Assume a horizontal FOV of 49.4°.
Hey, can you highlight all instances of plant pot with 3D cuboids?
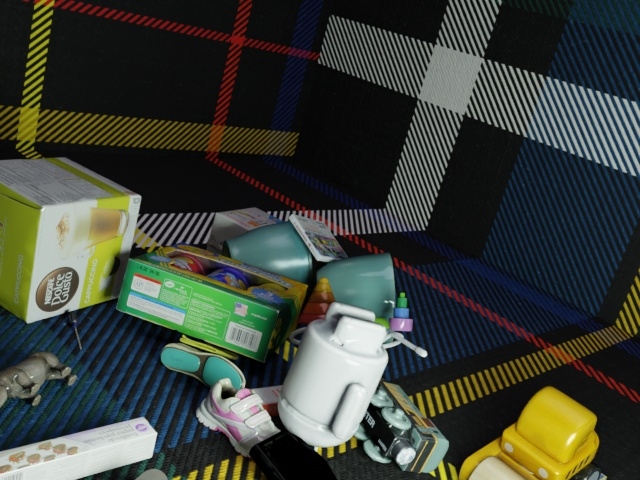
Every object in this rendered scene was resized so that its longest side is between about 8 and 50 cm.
[{"bbox_3d":[-0.191,0.075,2.337,0.255,0.271,0.271,-7,25,-18],"label":"plant pot"},{"bbox_3d":[0.102,0.184,2.204,0.235,0.293,0.293,0,19,-1],"label":"plant pot"}]

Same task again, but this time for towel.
[{"bbox_3d":[-0.284,0.279,1.806,0.102,0.021,0.237,15,-12,9],"label":"towel"}]

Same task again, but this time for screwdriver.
[{"bbox_3d":[-0.644,0.238,1.824,0.025,0.024,0.170,-20,35,-11],"label":"screwdriver"}]

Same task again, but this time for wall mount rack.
[{"bbox_3d":[0.104,0.293,1.863,0.350,0.304,0.130,7,59,-26],"label":"wall mount rack"}]

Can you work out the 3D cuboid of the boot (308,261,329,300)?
[{"bbox_3d":[0.001,0.108,2.444,0.095,0.203,0.262,10,20,-20],"label":"boot"}]

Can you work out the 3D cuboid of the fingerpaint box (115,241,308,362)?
[{"bbox_3d":[-0.297,0.161,2.035,0.445,0.163,0.371,18,10,9],"label":"fingerpaint box"}]

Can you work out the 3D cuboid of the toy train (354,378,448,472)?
[{"bbox_3d":[0.170,0.442,1.727,0.190,0.142,0.334,20,12,-29],"label":"toy train"}]

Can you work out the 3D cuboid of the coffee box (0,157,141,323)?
[{"bbox_3d":[-0.769,-0.018,1.955,0.338,0.337,0.334,26,21,26],"label":"coffee box"}]

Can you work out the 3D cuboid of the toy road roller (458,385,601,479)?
[{"bbox_3d":[0.495,0.485,1.589,0.330,0.240,0.202,-19,35,-35],"label":"toy road roller"}]

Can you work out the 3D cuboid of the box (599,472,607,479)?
[{"bbox_3d":[0.639,0.610,1.728,0.169,0.054,0.059,0,24,-43],"label":"box"}]

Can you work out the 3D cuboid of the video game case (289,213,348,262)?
[{"bbox_3d":[0.000,0.000,2.284,0.201,0.023,0.183,13,38,-58],"label":"video game case"}]

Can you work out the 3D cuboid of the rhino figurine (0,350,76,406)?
[{"bbox_3d":[-0.651,0.309,1.509,0.106,0.073,0.243,26,21,18],"label":"rhino figurine"}]

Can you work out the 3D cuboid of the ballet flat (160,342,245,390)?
[{"bbox_3d":[-0.290,0.322,1.779,0.248,0.086,0.086,21,19,18],"label":"ballet flat"}]

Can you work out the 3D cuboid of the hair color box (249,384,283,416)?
[{"bbox_3d":[-0.125,0.400,1.729,0.141,0.043,0.072,1,23,-36],"label":"hair color box"}]

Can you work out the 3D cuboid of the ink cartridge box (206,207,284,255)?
[{"bbox_3d":[-0.278,-0.011,2.624,0.171,0.168,0.233,27,22,28],"label":"ink cartridge box"}]

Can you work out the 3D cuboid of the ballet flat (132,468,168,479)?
[{"bbox_3d":[-0.382,0.488,1.248,0.084,0.058,0.250,47,35,19],"label":"ballet flat"}]

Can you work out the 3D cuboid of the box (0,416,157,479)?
[{"bbox_3d":[-0.475,0.417,1.346,0.324,0.067,0.063,-4,27,-45],"label":"box"}]

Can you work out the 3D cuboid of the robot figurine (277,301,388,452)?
[{"bbox_3d":[0.025,0.321,1.590,0.200,0.353,0.300,17,16,-19],"label":"robot figurine"}]

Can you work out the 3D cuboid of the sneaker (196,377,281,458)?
[{"bbox_3d":[-0.171,0.400,1.577,0.252,0.111,0.103,24,20,24],"label":"sneaker"}]

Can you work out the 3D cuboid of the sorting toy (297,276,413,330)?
[{"bbox_3d":[0.103,0.169,1.828,0.366,0.126,0.127,8,-7,-36],"label":"sorting toy"}]

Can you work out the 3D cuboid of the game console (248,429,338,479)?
[{"bbox_3d":[-0.108,0.505,1.359,0.213,0.044,0.361,44,33,26],"label":"game console"}]
